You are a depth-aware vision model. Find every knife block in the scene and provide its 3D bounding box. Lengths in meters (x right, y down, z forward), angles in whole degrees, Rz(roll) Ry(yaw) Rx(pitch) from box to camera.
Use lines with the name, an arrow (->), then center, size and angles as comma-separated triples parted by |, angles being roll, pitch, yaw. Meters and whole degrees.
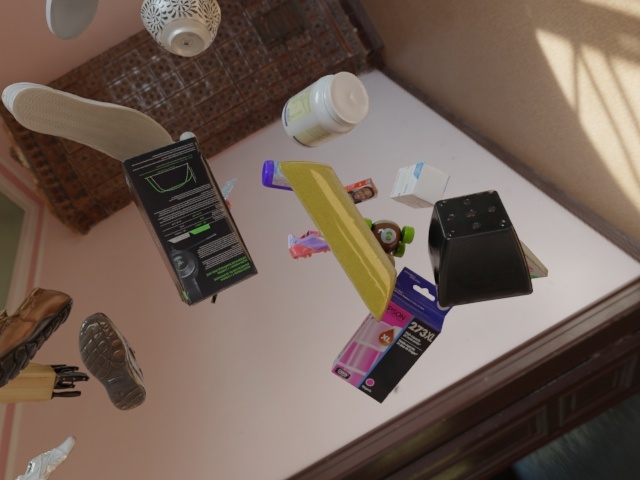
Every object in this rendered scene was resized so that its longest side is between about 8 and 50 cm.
knife block -> -0.890, 0.452, 1.381 | 0.275, 0.242, 0.088 | 70, -151, -86

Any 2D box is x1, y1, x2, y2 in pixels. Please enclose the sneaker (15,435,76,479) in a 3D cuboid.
sneaker -> -0.650, 0.526, 1.050 | 0.061, 0.054, 0.152 | 41, -148, -7

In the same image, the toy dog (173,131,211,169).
toy dog -> -0.544, -0.297, 1.749 | 0.333, 0.161, 0.220 | -118, 8, -62

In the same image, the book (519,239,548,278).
book -> 0.557, 0.062, 1.242 | 0.144, 0.035, 0.096 | 37, 147, -23

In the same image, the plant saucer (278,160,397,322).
plant saucer -> 0.053, -0.027, 0.910 | 0.332, 0.081, 0.333 | 58, -175, -3

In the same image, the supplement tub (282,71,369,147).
supplement tub -> 0.018, -0.524, 1.789 | 0.325, 0.235, 0.235 | -8, 117, 54

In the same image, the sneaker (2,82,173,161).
sneaker -> -0.451, -0.234, 0.870 | 0.169, 0.108, 0.293 | 27, -173, 41

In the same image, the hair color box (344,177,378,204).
hair color box -> 0.147, -0.186, 1.724 | 0.072, 0.141, 0.043 | 54, -148, -32

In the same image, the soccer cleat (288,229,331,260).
soccer cleat -> 0.000, 0.000, 1.492 | 0.083, 0.248, 0.095 | -12, 92, 56

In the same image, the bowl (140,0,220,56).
bowl -> -0.295, -0.458, 0.961 | 0.170, 0.170, 0.080 | 62, -168, -74

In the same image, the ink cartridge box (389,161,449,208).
ink cartridge box -> 0.262, -0.145, 1.196 | 0.090, 0.092, 0.143 | 21, 175, -17

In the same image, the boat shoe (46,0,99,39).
boat shoe -> -0.595, -0.640, 1.038 | 0.105, 0.306, 0.113 | 33, -154, 21

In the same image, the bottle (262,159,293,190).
bottle -> -0.091, -0.250, 1.773 | 0.118, 0.283, 0.092 | -98, 22, -47

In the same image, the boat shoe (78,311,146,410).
boat shoe -> -0.678, 0.386, 1.438 | 0.130, 0.132, 0.355 | -141, 36, -65

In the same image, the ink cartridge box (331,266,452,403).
ink cartridge box -> 0.200, 0.268, 1.219 | 0.176, 0.371, 0.069 | 33, -163, 0

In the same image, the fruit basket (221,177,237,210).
fruit basket -> -0.381, -0.052, 1.542 | 0.165, 0.353, 0.327 | 33, 173, -18

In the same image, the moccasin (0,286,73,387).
moccasin -> -0.774, 0.231, 1.094 | 0.147, 0.139, 0.380 | 26, -153, -11

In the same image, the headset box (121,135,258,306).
headset box -> -0.250, -0.015, 0.843 | 0.283, 0.131, 0.246 | 66, 159, -5

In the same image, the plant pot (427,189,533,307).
plant pot -> 0.322, 0.004, 0.925 | 0.188, 0.188, 0.167 | -86, -18, -49

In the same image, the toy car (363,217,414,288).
toy car -> 0.174, 0.050, 1.253 | 0.149, 0.155, 0.188 | 108, 171, -55
